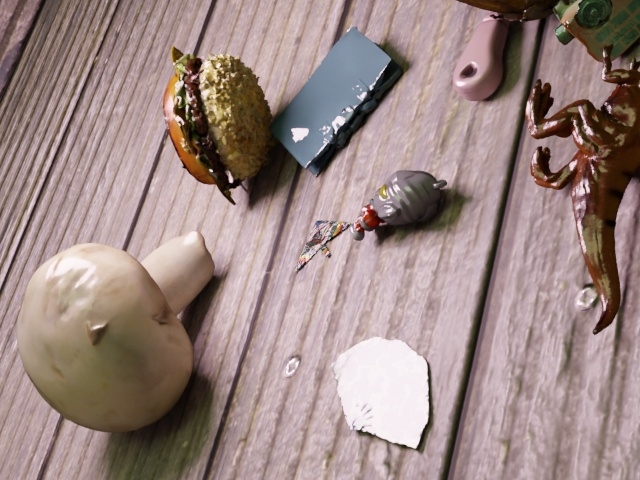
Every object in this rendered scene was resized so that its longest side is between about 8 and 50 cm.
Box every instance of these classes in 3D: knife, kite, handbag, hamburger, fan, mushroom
[{"bbox_3d":[0.268,-0.342,1.785,0.081,0.043,0.336,0,59,44],"label":"knife"},{"bbox_3d":[0.000,0.000,1.872,0.122,0.004,0.090,-45,34,19],"label":"kite"},{"bbox_3d":[0.027,-0.219,1.995,0.221,0.057,0.144,-50,39,9],"label":"handbag"},{"bbox_3d":[-0.158,-0.194,2.053,0.138,0.243,0.262,-15,51,16],"label":"hamburger"},{"bbox_3d":[0.079,0.188,1.590,0.131,0.009,0.240,-54,31,3],"label":"fan"},{"bbox_3d":[-0.293,0.124,1.966,0.314,0.314,0.336,-10,24,50],"label":"mushroom"}]

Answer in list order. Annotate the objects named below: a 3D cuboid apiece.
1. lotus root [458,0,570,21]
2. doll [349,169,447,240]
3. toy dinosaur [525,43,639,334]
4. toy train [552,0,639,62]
[{"bbox_3d":[0.208,-0.418,1.717,0.397,0.196,0.179,29,89,28],"label":"lotus root"},{"bbox_3d":[0.103,-0.048,1.719,0.180,0.079,0.094,-30,8,45],"label":"doll"},{"bbox_3d":[0.316,-0.095,1.449,0.208,0.097,0.432,8,72,46],"label":"toy dinosaur"},{"bbox_3d":[0.373,-0.305,1.551,0.188,0.099,0.072,-45,31,21],"label":"toy train"}]
